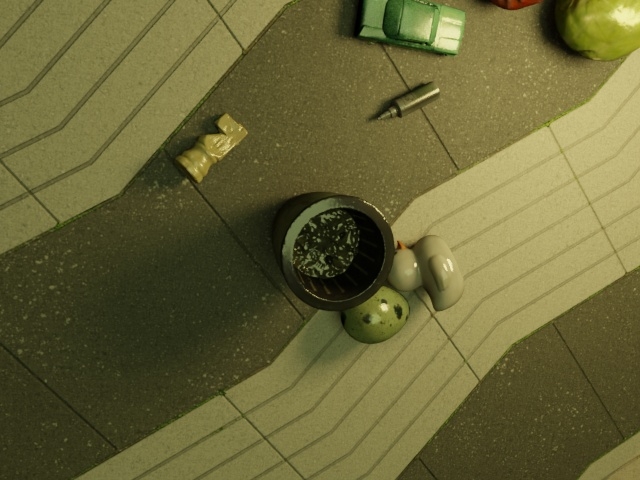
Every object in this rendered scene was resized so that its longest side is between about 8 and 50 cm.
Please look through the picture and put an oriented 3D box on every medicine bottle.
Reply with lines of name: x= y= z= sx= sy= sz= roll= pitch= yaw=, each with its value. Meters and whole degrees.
medicine bottle: x=0.251 y=-0.397 z=1.655 sx=0.199 sy=0.057 sz=0.058 roll=-28 pitch=109 yaw=-7

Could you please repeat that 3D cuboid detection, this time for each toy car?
toy car: x=0.256 y=-0.603 z=1.586 sx=0.320 sy=0.097 sz=0.142 roll=5 pitch=102 yaw=-17

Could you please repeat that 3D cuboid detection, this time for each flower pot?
flower pot: x=0.000 y=0.000 z=1.531 sx=0.293 sy=0.330 sz=0.294 roll=-4 pitch=104 yaw=-17

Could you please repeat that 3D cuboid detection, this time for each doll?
doll: x=0.307 y=0.102 z=1.721 sx=0.221 sy=0.221 sz=0.251 roll=-25 pitch=82 yaw=-9

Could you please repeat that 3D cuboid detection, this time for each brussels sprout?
brussels sprout: x=0.857 y=-0.677 z=1.680 sx=0.316 sy=0.242 sz=0.274 roll=-41 pitch=86 yaw=-9

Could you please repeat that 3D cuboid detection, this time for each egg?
egg: x=0.169 y=0.219 z=1.712 sx=0.228 sy=0.177 sz=0.177 roll=-6 pitch=104 yaw=-25

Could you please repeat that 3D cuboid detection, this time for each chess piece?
chess piece: x=-0.291 y=-0.251 z=1.528 sx=0.200 sy=0.090 sz=0.090 roll=-47 pitch=111 yaw=-13

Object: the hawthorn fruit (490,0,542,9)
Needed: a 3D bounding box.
hawthorn fruit: x=0.569 y=-0.792 z=1.584 sx=0.242 sy=0.241 sz=0.272 roll=43 pitch=65 yaw=-20
